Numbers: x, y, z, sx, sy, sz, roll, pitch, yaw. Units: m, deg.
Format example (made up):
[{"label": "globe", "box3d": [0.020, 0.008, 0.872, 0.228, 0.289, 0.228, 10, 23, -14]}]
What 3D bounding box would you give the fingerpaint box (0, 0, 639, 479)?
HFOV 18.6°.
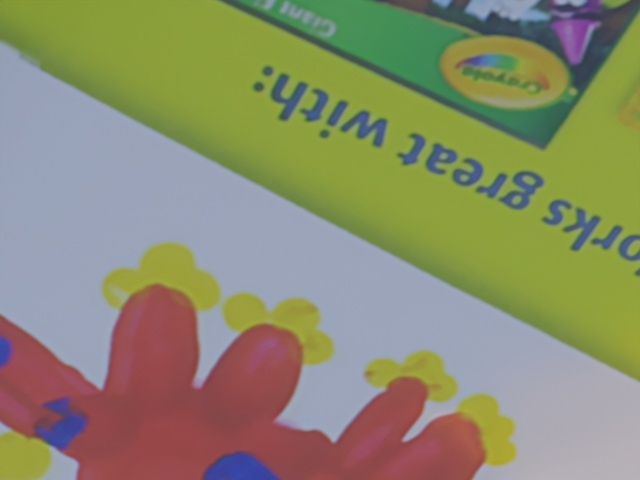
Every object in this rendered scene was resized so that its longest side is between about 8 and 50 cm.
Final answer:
[{"label": "fingerpaint box", "box3d": [0.091, 0.034, 0.470, 0.445, 0.163, 0.371, 23, 122, -15]}]
